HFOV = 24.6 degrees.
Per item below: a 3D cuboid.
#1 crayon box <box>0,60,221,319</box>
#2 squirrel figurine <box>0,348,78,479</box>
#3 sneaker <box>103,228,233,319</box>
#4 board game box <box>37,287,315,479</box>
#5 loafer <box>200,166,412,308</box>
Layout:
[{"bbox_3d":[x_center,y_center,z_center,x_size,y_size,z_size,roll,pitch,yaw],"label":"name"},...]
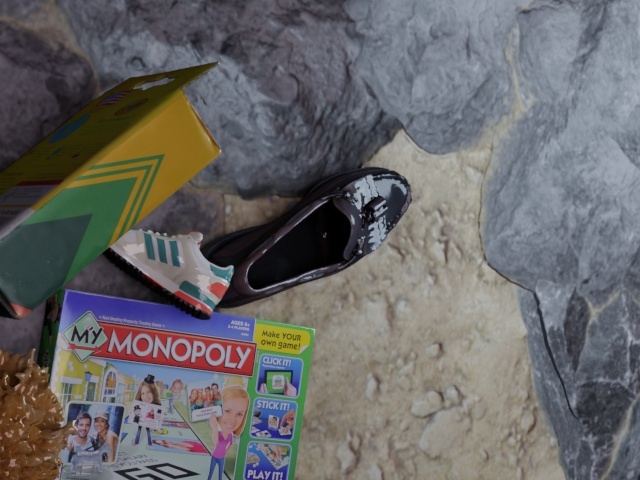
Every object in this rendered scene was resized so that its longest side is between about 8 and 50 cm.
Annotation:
[{"bbox_3d":[-0.239,-0.053,1.452,0.318,0.202,0.081,-42,113,-25],"label":"crayon box"},{"bbox_3d":[-0.402,0.180,1.245,0.281,0.397,0.370,-54,131,-31],"label":"squirrel figurine"},{"bbox_3d":[-0.166,0.013,1.564,0.161,0.057,0.075,35,74,2],"label":"sneaker"},{"bbox_3d":[-0.160,0.178,1.603,0.317,0.046,0.214,11,86,-33],"label":"board game box"},{"bbox_3d":[0.000,0.000,1.676,0.302,0.095,0.109,-27,105,-30],"label":"loafer"}]
